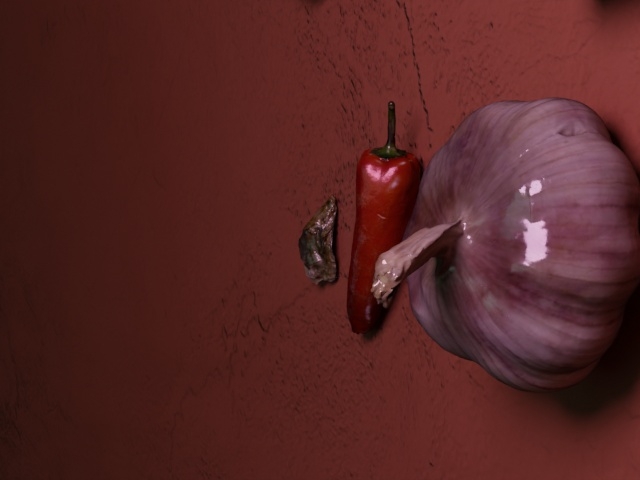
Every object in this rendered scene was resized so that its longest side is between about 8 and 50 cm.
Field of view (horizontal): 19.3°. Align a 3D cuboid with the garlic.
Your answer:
[{"bbox_3d":[0.131,0.010,1.515,0.245,0.253,0.245,15,109,50],"label":"garlic"}]

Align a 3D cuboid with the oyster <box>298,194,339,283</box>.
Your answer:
[{"bbox_3d":[-0.002,-0.001,1.965,0.051,0.034,0.093,-3,87,53],"label":"oyster"}]

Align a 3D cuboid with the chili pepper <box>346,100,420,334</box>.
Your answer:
[{"bbox_3d":[0.058,-0.013,1.826,0.063,0.071,0.272,18,121,17],"label":"chili pepper"}]
